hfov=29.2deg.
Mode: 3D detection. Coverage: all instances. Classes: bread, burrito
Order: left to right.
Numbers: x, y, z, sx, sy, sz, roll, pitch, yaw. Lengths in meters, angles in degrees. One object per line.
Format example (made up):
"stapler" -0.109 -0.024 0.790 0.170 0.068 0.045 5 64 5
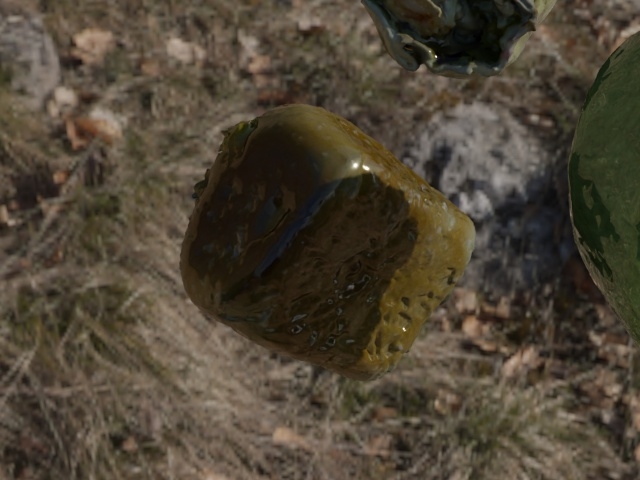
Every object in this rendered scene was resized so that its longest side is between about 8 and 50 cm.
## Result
"bread" 0.000 0.000 1.066 0.246 0.195 0.176 29 11 -47
"burrito" 0.143 -0.247 1.240 0.190 0.135 0.332 15 17 13

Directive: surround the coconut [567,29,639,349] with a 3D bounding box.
"coconut" 0.329 -0.026 0.771 0.328 0.328 0.281 16 77 19
